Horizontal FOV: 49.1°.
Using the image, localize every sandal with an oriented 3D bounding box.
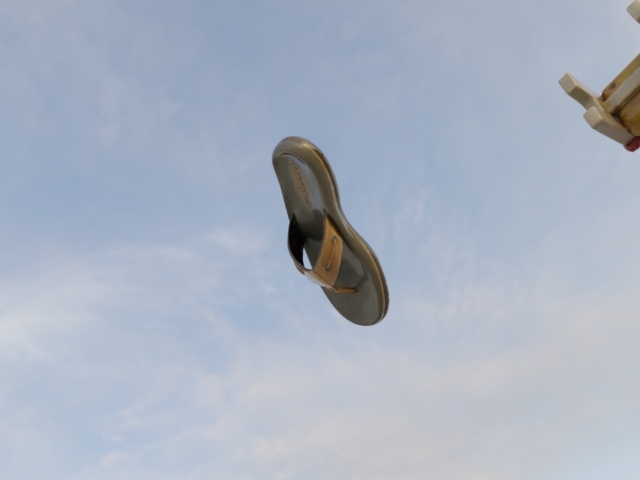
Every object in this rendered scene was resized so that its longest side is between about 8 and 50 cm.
[{"bbox_3d":[0.000,0.000,0.725,0.060,0.090,0.219,-40,-63,-40],"label":"sandal"}]

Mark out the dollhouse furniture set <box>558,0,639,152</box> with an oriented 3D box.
[{"bbox_3d":[0.401,-0.176,0.536,0.152,0.201,0.374,18,-51,-29],"label":"dollhouse furniture set"}]
